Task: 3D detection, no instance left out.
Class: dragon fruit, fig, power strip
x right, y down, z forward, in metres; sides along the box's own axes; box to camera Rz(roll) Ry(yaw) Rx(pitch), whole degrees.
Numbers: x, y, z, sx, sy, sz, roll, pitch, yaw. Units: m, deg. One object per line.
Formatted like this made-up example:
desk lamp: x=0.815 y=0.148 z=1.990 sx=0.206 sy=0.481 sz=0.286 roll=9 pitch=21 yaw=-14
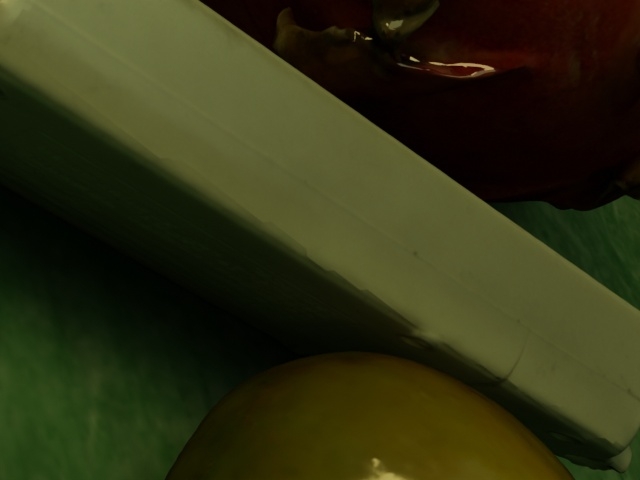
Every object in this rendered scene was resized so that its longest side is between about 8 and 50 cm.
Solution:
dragon fruit: x=0.058 y=-0.130 z=0.496 sx=0.315 sy=0.250 sz=0.250 roll=19 pitch=49 yaw=-20
fig: x=0.023 y=0.103 z=0.376 sx=0.153 sy=0.121 sz=0.136 roll=19 pitch=51 yaw=-7
power strip: x=0.000 y=0.000 z=0.434 sx=0.338 sy=0.098 sz=0.058 roll=33 pitch=67 yaw=-28
